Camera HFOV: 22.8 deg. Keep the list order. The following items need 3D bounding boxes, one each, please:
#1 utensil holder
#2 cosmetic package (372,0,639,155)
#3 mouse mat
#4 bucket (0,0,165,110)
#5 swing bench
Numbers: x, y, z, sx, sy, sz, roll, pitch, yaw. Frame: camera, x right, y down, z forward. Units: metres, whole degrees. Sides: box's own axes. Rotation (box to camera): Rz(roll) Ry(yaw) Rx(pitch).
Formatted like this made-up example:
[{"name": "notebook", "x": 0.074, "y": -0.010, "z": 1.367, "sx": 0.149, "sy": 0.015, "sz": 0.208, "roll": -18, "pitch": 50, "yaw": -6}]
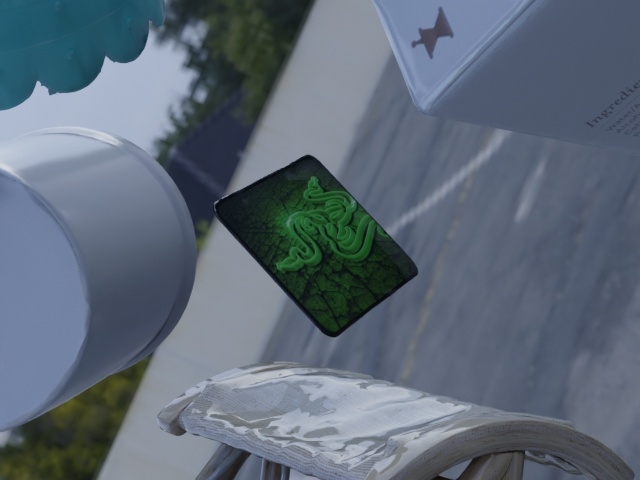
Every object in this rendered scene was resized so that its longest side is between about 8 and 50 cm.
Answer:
[{"name": "utensil holder", "x": -0.350, "y": 0.036, "z": 1.849, "sx": 0.327, "sy": 0.328, "sz": 0.385, "roll": -66, "pitch": -7, "yaw": 10}, {"name": "cosmetic package", "x": 0.265, "y": -0.300, "z": 1.364, "sx": 0.327, "sy": 0.394, "sz": 0.329, "roll": -44, "pitch": 54, "yaw": 38}, {"name": "mouse mat", "x": 0.000, "y": 0.000, "z": 1.380, "sx": 0.007, "sy": 0.152, "sz": 0.190, "roll": -47, "pitch": -7, "yaw": 30}, {"name": "bucket", "x": -0.262, "y": -0.247, "z": 1.255, "sx": 0.281, "sy": 0.281, "sz": 0.183, "roll": -68, "pitch": -23, "yaw": -49}, {"name": "swing bench", "x": 0.001, "y": 0.189, "z": 0.895, "sx": 0.253, "sy": 0.165, "sz": 0.254, "roll": 4, "pitch": 70, "yaw": 59}]
